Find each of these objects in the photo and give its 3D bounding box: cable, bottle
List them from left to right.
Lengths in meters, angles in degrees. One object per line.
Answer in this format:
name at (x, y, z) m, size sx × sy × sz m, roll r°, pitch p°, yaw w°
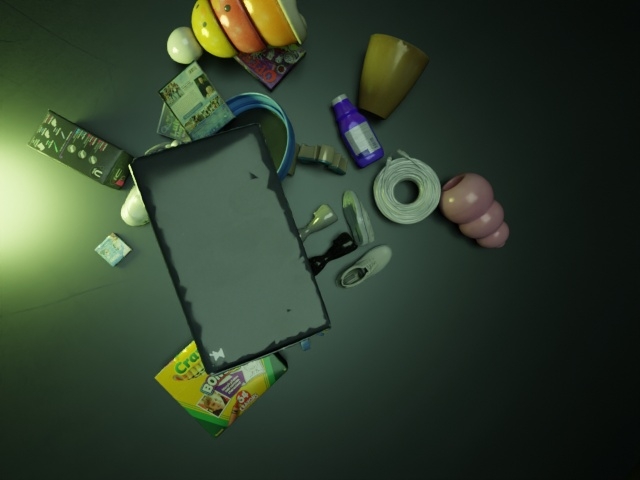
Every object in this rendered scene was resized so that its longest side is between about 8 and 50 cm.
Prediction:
bottle at (0.135, -0.425, 1.591) m, size 0.118 × 0.092 × 0.282 m, roll -30°, pitch 94°, yaw 0°
cable at (0.335, -0.193, 1.605) m, size 0.257 × 0.089 × 0.257 m, roll 29°, pitch 93°, yaw 4°

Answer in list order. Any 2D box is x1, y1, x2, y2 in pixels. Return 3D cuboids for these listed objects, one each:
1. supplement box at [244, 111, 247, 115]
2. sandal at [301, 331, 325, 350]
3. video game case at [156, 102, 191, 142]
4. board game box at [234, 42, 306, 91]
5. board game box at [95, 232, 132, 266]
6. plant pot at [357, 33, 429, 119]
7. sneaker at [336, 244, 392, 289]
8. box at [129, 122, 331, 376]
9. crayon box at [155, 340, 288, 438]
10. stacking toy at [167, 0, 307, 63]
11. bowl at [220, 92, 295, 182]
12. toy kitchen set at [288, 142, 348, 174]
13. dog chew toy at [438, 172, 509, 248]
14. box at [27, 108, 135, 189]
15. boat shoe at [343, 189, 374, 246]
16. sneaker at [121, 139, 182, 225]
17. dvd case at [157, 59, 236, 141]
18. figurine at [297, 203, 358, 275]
supplement box at (-0.236, -0.461, 1.559) m, size 0.083 × 0.056 × 0.083 m, roll -22°, pitch 93°, yaw -6°
sandal at (-0.127, 0.322, 1.549) m, size 0.318 × 0.126 × 0.138 m, roll 22°, pitch 91°, yaw -6°
video game case at (-0.490, -0.455, 1.484) m, size 0.173 × 0.022 × 0.190 m, roll 20°, pitch 99°, yaw 8°
board game box at (-0.250, -0.764, 1.564) m, size 0.347 × 0.056 × 0.208 m, roll 41°, pitch 89°, yaw -6°
board game box at (-0.761, 0.034, 1.510) m, size 0.090 × 0.020 × 0.090 m, roll 45°, pitch 85°, yaw -7°
plant pot at (0.247, -0.600, 1.554) m, size 0.237 × 0.237 × 0.254 m, roll 22°, pitch 101°, yaw -7°
sneaker at (0.179, 0.110, 1.599) m, size 0.258 × 0.091 × 0.094 m, roll -38°, pitch 95°, yaw -6°
box at (-0.218, 0.020, 1.076) m, size 0.298 × 0.472 × 0.479 m, roll -20°, pitch 92°, yaw -8°
crayon box at (-0.358, 0.480, 1.522) m, size 0.363 × 0.106 × 0.313 m, roll -43°, pitch 95°, yaw -5°
stacking toy at (-0.316, -0.749, 1.418) m, size 0.480 × 0.350 × 0.350 m, roll -27°, pitch 94°, yaw 10°
bowl at (-0.263, -0.322, 1.453) m, size 0.391 × 0.077 × 0.390 m, roll -4°, pitch 82°, yaw 26°
toy kitchen set at (-0.026, -0.291, 1.588) m, size 0.207 × 0.166 × 0.122 m, roll 13°, pitch 88°, yaw 29°
dog chew toy at (0.615, -0.102, 1.610) m, size 0.207 × 0.206 × 0.332 m, roll -43°, pitch 103°, yaw -5°
box at (-0.818, -0.306, 1.428) m, size 0.270 × 0.165 × 0.143 m, roll 28°, pitch 86°, yaw -6°
boat shoe at (0.151, -0.089, 1.612) m, size 0.076 × 0.083 × 0.226 m, roll -12°, pitch 88°, yaw -37°
sneaker at (-0.583, -0.207, 1.437) m, size 0.137 × 0.210 × 0.365 m, roll 40°, pitch 85°, yaw -6°
dvd case at (-0.438, -0.478, 1.451) m, size 0.180 × 0.022 × 0.253 m, roll -35°, pitch 89°, yaw 12°
figurine at (0.000, 0.000, 1.583) m, size 0.209 × 0.092 × 0.214 m, roll -36°, pitch 94°, yaw -2°
